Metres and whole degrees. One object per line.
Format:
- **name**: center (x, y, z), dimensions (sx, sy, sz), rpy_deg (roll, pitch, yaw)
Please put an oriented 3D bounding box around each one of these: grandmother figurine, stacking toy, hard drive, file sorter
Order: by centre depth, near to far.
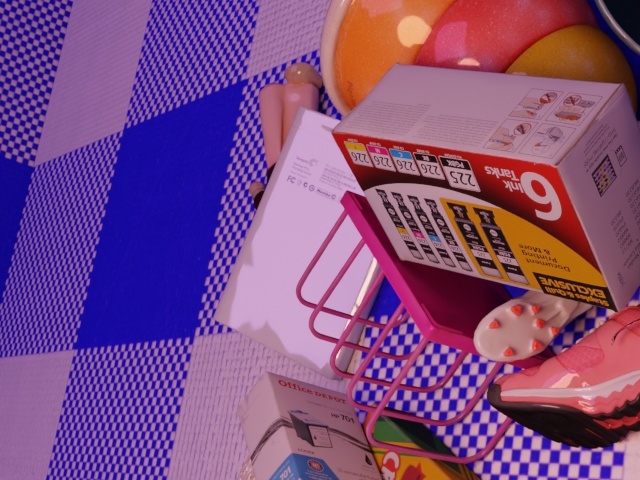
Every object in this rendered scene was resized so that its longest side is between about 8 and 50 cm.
- **stacking toy**: center (0.257, -0.169, 1.464), dimensions (0.480, 0.351, 0.350), rpy_deg (48, 115, 33)
- **file sorter**: center (0.116, 0.111, 1.532), dimensions (0.182, 0.202, 0.290), rpy_deg (-58, 34, 21)
- **hard drive**: center (0.000, 0.000, 1.823), dimensions (0.233, 0.047, 0.353), rpy_deg (24, 93, 31)
- **grandmother figurine**: center (-0.055, -0.114, 2.000), dimensions (0.208, 0.104, 0.342), rpy_deg (-45, 37, 47)

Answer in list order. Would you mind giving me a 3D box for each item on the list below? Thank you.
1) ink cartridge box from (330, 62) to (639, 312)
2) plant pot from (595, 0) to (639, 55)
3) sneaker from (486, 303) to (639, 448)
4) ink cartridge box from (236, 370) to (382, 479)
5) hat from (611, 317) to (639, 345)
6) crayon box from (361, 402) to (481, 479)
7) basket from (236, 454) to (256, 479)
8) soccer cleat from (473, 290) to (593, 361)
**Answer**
- **ink cartridge box**: center (0.206, -0.039, 1.322), dimensions (0.309, 0.272, 0.130), rpy_deg (14, 54, 47)
- **plant pot**: center (0.412, -0.303, 1.291), dimensions (0.195, 0.290, 0.290), rpy_deg (-17, -51, -85)
- **sneaker**: center (0.321, 0.140, 1.329), dimensions (0.314, 0.116, 0.136), rpy_deg (-15, 48, 47)
- **ink cartridge box**: center (-0.012, 0.269, 1.543), dimensions (0.082, 0.140, 0.190), rpy_deg (-55, 34, 26)
- **hat**: center (0.433, 0.030, 1.213), dimensions (0.183, 0.209, 0.173), rpy_deg (102, -171, -61)
- **crayon box**: center (0.122, 0.364, 1.501), dimensions (0.318, 0.081, 0.202), rpy_deg (38, 105, 55)
- **basket**: center (-0.048, 0.343, 1.732), dimensions (0.167, 0.113, 0.103), rpy_deg (-63, 31, 10)
- **soccer cleat**: center (0.250, 0.084, 1.400), dimensions (0.068, 0.196, 0.076), rpy_deg (62, 157, -1)
